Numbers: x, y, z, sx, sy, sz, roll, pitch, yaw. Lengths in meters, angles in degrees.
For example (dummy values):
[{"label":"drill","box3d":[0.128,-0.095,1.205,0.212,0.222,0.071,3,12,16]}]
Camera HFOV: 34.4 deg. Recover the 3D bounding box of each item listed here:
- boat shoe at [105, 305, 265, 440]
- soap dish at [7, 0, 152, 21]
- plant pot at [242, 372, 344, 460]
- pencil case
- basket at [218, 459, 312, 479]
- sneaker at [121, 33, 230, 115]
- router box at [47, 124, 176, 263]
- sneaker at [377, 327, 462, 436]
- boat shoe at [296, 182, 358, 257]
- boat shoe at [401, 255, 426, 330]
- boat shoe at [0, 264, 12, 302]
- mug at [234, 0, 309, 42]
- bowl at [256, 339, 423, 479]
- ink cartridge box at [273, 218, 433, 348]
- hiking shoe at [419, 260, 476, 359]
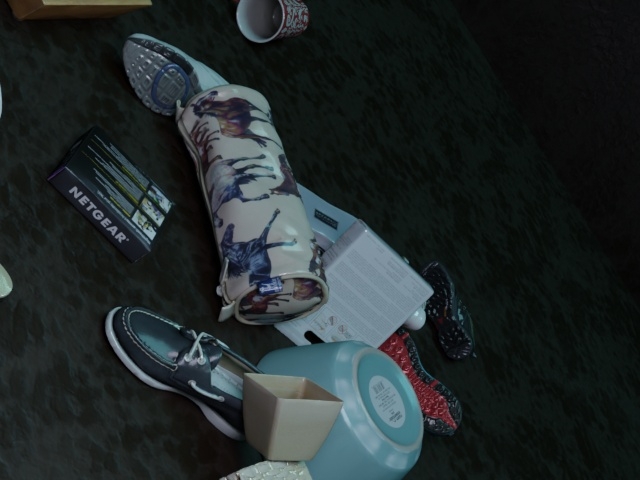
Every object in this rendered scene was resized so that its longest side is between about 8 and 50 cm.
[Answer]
[{"label":"boat shoe","box3d":[-0.170,0.177,1.482,0.302,0.091,0.114,38,36,-32]},{"label":"soap dish","box3d":[-0.427,-0.468,1.689,0.228,0.118,0.291,60,27,3]},{"label":"plant pot","box3d":[-0.049,0.250,1.446,0.109,0.109,0.096,10,97,-34]},{"label":"pencil case","box3d":[-0.124,-0.064,1.726,0.184,0.160,0.410,-4,62,-29]},{"label":"basket","box3d":[-0.085,0.368,1.418,0.167,0.103,0.113,2,60,-57]},{"label":"sneaker","box3d":[-0.243,-0.277,1.841,0.297,0.111,0.129,35,20,-43]},{"label":"router box","box3d":[-0.310,-0.072,1.556,0.179,0.046,0.133,47,30,-19]},{"label":"sneaker","box3d":[0.156,0.269,1.947,0.262,0.104,0.125,54,-13,20]},{"label":"boat shoe","box3d":[-0.001,0.003,1.920,0.306,0.105,0.113,30,49,-30]},{"label":"boat shoe","box3d":[0.158,0.111,2.009,0.096,0.098,0.277,44,13,-9]},{"label":"boat shoe","box3d":[-0.427,0.019,1.284,0.049,0.042,0.133,-25,82,-37]},{"label":"mug","box3d":[-0.105,-0.506,2.261,0.150,0.113,0.169,61,24,2]},{"label":"bowl","box3d":[0.048,0.283,1.658,0.311,0.163,0.311,38,34,-32]},{"label":"ink cartridge box","box3d":[0.054,0.106,1.810,0.189,0.232,0.066,42,9,-26]},{"label":"hiking shoe","box3d":[0.277,0.156,2.263,0.114,0.086,0.226,25,46,-67]}]
